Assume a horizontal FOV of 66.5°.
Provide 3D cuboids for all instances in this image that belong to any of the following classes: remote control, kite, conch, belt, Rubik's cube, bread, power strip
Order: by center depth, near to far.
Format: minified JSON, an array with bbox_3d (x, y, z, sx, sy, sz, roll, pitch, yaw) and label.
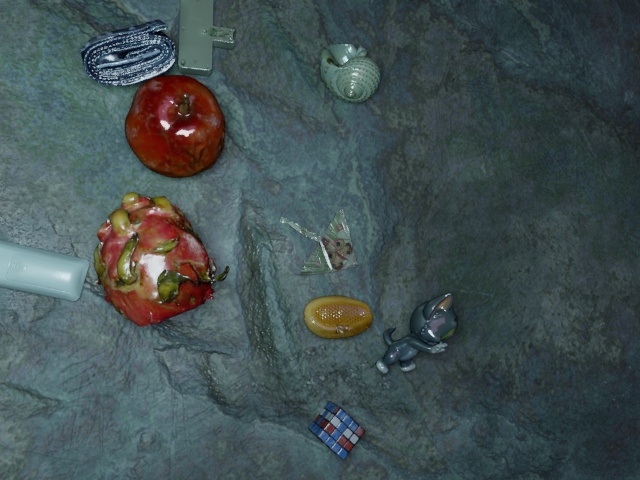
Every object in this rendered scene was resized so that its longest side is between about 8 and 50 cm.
[{"bbox_3d":[-0.684,0.058,1.092,0.293,0.051,0.103,14,79,-15],"label":"remote control"},{"bbox_3d":[-0.470,-0.457,1.198,0.218,0.128,0.122,-23,127,-17],"label":"belt"},{"bbox_3d":[0.040,0.482,1.243,0.092,0.092,0.092,45,73,-8],"label":"Rubik's cube"},{"bbox_3d":[-0.300,-0.545,1.291,0.145,0.061,0.215,1,83,-17],"label":"power strip"},{"bbox_3d":[0.044,0.204,1.293,0.189,0.077,0.114,4,61,-16],"label":"bread"},{"bbox_3d":[0.000,0.000,1.339,0.250,0.012,0.229,33,71,-11],"label":"kite"},{"bbox_3d":[0.082,-0.463,1.367,0.172,0.131,0.200,7,38,5],"label":"conch"}]

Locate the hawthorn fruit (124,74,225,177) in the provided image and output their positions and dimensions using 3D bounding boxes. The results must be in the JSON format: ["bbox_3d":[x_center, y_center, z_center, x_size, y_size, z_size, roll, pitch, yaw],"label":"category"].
[{"bbox_3d":[-0.327,-0.280,1.137,0.242,0.272,0.242,7,72,-22],"label":"hawthorn fruit"}]

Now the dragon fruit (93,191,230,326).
[{"bbox_3d":[-0.374,0.034,1.091,0.250,0.269,0.291,-16,91,-29],"label":"dragon fruit"}]

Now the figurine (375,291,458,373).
[{"bbox_3d":[0.266,0.261,1.332,0.265,0.193,0.140,-28,66,9],"label":"figurine"}]
